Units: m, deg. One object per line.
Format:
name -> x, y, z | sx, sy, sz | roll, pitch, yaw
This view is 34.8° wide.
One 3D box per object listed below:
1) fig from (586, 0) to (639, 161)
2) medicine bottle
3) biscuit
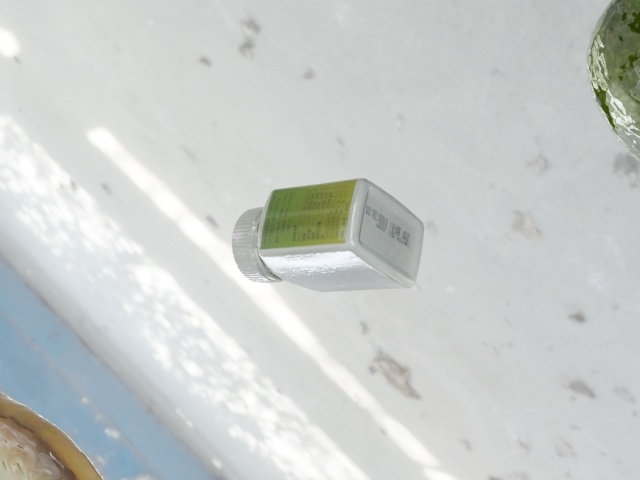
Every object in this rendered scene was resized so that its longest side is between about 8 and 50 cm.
fig -> 0.311, -0.084, 0.691 | 0.203, 0.203, 0.235 | 104, 144, -61
medicine bottle -> 0.000, 0.000, 1.116 | 0.188, 0.088, 0.132 | -5, 156, 37
biscuit -> -0.219, 0.195, 0.771 | 0.299, 0.045, 0.154 | 39, 126, 25
